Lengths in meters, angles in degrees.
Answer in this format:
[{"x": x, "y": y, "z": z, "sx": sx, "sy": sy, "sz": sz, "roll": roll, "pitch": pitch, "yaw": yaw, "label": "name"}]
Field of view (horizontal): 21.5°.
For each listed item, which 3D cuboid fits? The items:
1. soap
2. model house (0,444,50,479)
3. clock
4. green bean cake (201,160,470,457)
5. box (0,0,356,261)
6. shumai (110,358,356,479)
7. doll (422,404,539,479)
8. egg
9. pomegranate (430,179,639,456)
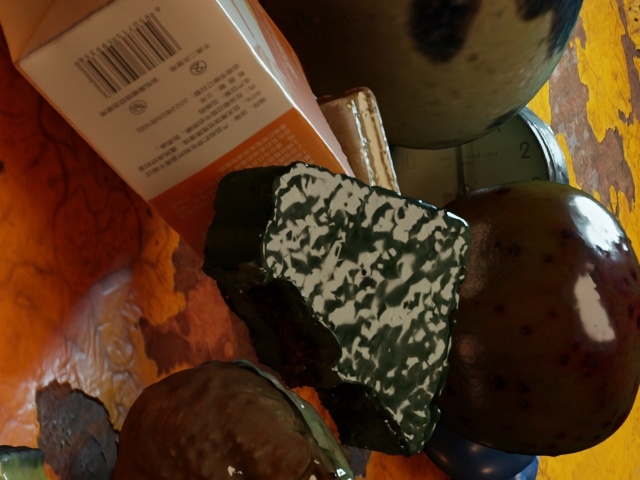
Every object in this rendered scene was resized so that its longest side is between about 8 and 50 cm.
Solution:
[{"x": 0.000, "y": 0.000, "z": 1.571, "sx": 0.080, "sy": 0.160, "sz": 0.257, "roll": -32, "pitch": 108, "yaw": -62, "label": "soap"}, {"x": -0.237, "y": 0.200, "z": 1.009, "sx": 0.189, "sy": 0.195, "sz": 0.214, "roll": 56, "pitch": 9, "yaw": 6, "label": "model house"}, {"x": 0.165, "y": -0.055, "z": 1.878, "sx": 0.049, "sy": 0.226, "sz": 0.226, "roll": 1, "pitch": 80, "yaw": -62, "label": "clock"}, {"x": 0.001, "y": 0.050, "z": 1.261, "sx": 0.208, "sy": 0.107, "sz": 0.193, "roll": 19, "pitch": 82, "yaw": -40, "label": "green bean cake"}, {"x": -0.112, "y": -0.138, "z": 1.316, "sx": 0.341, "sy": 0.143, "sz": 0.225, "roll": 52, "pitch": 10, "yaw": -48, "label": "box"}, {"x": -0.019, "y": 0.211, "z": 1.376, "sx": 0.346, "sy": 0.217, "sz": 0.283, "roll": 66, "pitch": 28, "yaw": -18, "label": "shumai"}, {"x": 0.197, "y": 0.221, "z": 1.919, "sx": 0.215, "sy": 0.161, "sz": 0.257, "roll": 61, "pitch": 0, "yaw": 33, "label": "doll"}, {"x": 0.099, "y": -0.284, "z": 1.688, "sx": 0.345, "sy": 0.345, "sz": 0.428, "roll": -67, "pitch": 160, "yaw": -51, "label": "egg"}, {"x": 0.181, "y": 0.095, "z": 1.721, "sx": 0.291, "sy": 0.323, "sz": 0.290, "roll": 39, "pitch": 38, "yaw": -38, "label": "pomegranate"}]
